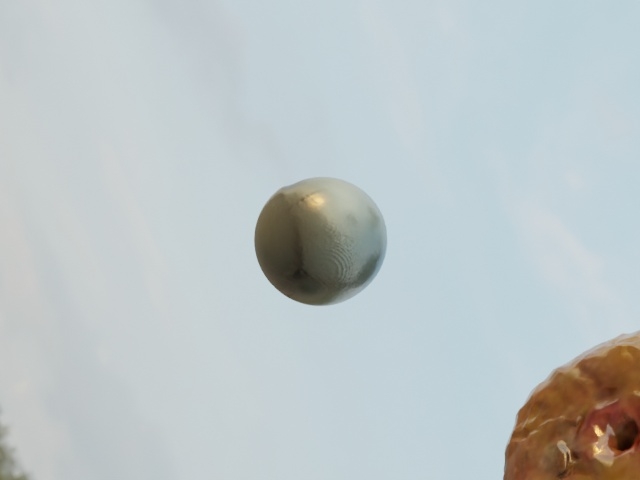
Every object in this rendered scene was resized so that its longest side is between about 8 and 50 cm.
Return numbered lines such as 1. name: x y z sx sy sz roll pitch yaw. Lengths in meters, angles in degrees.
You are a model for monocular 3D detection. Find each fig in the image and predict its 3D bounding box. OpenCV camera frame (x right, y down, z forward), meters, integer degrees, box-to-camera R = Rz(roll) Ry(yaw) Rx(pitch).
1. fig: 0.336 0.241 1.608 0.368 0.286 0.286 36 11 -44

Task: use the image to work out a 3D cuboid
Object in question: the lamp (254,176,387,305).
1. lamp: 0.000 0.000 1.450 0.105 0.105 0.105 57 -21 35
